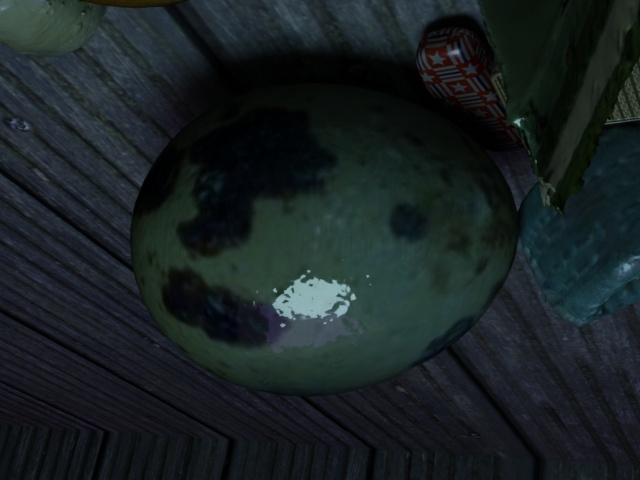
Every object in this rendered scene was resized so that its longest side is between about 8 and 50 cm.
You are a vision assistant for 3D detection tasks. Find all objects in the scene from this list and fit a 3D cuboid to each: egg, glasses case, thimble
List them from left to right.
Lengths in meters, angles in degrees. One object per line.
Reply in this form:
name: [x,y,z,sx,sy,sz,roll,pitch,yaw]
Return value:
egg: [0.000,0.000,0.990,0.427,0.345,0.345,2,154,21]
glasses case: [0.161,-0.158,0.944,0.073,0.049,0.194,-4,152,33]
thimble: [0.310,-0.018,0.932,0.198,0.143,0.235,0,144,-50]

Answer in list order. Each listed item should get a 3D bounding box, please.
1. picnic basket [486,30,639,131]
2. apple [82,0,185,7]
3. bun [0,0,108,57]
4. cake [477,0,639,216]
picnic basket: [0.248,-0.169,0.852,0.164,0.080,0.115,-4,152,28]
apple: [-0.116,-0.273,0.561,0.264,0.264,0.264,8,155,4]
bun: [-0.260,-0.258,0.721,0.141,0.239,0.239,-40,134,16]
cake: [0.145,-0.173,0.670,0.172,0.284,0.158,12,161,37]
